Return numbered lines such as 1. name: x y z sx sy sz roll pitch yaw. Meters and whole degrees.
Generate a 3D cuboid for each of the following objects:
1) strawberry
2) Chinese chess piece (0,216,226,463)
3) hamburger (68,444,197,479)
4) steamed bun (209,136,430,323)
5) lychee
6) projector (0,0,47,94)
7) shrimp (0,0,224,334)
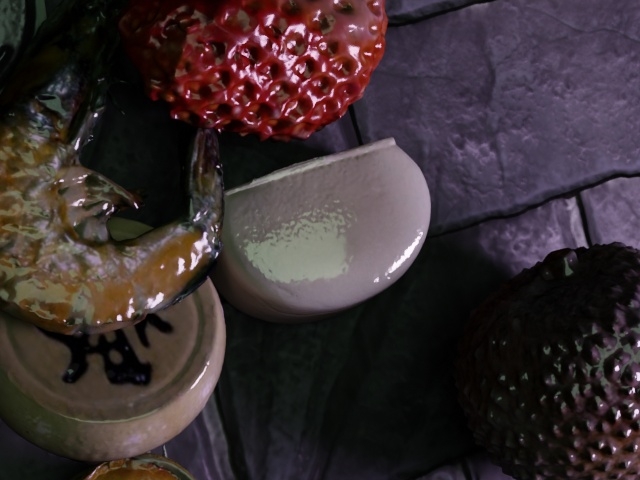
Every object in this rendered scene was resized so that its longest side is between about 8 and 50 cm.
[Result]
1. strawberry: -0.058 -0.237 1.624 0.336 0.149 0.265 -26 84 -50
2. Chinese chess piece: -0.224 0.099 1.573 0.257 0.104 0.257 5 59 -9
3. hamburger: -0.196 0.301 1.603 0.177 0.113 0.185 22 68 -8
4. steamed bun: 0.000 0.000 1.678 0.242 0.146 0.164 -18 84 -18
5. lychee: 0.296 0.142 1.688 0.300 0.300 0.300 2 82 -18
6. projector: -0.414 -0.240 1.599 0.257 0.079 0.259 -8 90 -24
7. shrimp: -0.210 -0.107 1.583 0.272 0.085 0.445 17 63 -10
